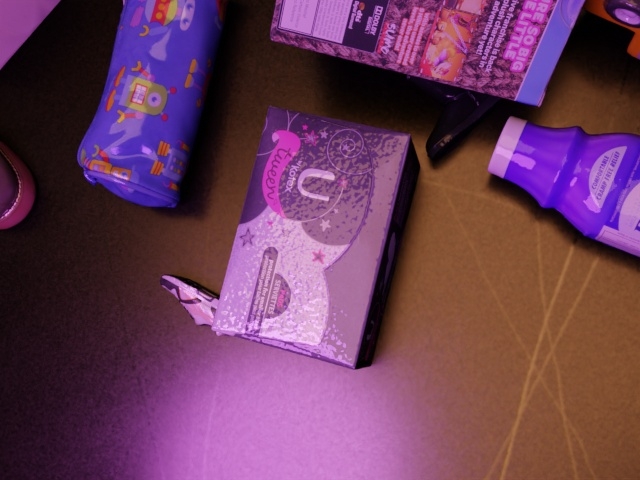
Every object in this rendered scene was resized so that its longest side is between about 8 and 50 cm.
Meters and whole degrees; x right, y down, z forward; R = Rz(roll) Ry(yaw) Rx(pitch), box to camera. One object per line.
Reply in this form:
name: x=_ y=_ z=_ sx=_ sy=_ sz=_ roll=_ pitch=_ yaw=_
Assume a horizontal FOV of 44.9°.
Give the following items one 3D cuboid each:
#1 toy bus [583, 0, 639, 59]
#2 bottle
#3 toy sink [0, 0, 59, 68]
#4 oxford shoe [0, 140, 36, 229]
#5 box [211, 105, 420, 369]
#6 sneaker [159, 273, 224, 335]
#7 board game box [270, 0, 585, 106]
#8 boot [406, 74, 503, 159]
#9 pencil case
toy bus: x=0.440 y=-0.218 z=0.799 sx=0.333 sy=0.130 sz=0.108 roll=27 pitch=88 yaw=13
bottle: x=0.321 y=-0.052 z=0.816 sx=0.283 sy=0.092 sz=0.118 roll=24 pitch=88 yaw=13
toy sink: x=-0.454 y=-0.328 z=0.933 sx=0.131 sy=0.234 sz=0.153 roll=41 pitch=92 yaw=13
oxford shoe: x=-0.509 y=-0.152 z=0.969 sx=0.348 sy=0.130 sz=0.123 roll=36 pitch=89 yaw=13
box: x=0.000 y=0.000 z=0.845 sx=0.163 sy=0.142 sz=0.247 roll=13 pitch=84 yaw=12
sneaker: x=-0.148 y=0.075 z=0.914 sx=0.109 sy=0.040 sz=0.043 roll=28 pitch=95 yaw=16
board game box: x=0.118 y=-0.297 z=0.773 sx=0.291 sy=0.141 sz=0.232 roll=14 pitch=128 yaw=-4
boot: x=0.140 y=-0.164 z=0.892 sx=0.121 sy=0.045 sz=0.099 roll=-43 pitch=79 yaw=-5
pencil case: x=-0.197 y=-0.195 z=0.921 sx=0.133 sy=0.119 sz=0.306 roll=14 pitch=84 yaw=-12
